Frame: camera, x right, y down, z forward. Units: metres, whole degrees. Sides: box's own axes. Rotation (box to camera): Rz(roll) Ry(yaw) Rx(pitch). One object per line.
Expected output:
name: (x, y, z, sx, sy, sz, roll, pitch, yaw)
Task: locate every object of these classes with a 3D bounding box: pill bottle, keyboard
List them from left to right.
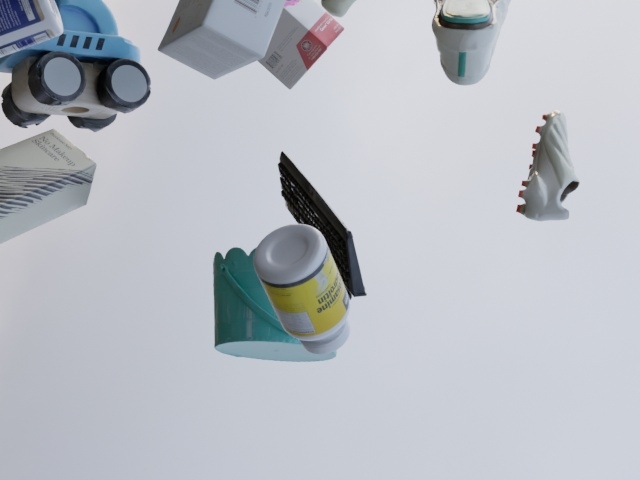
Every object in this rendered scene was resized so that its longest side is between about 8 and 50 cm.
pill bottle: (-0.481, -0.325, 1.869, 0.094, 0.169, 0.094, 160, -90, -89)
pill bottle: (-0.018, 0.072, 1.704, 0.103, 0.103, 0.184, -97, 169, -45)
keyboard: (0.000, 0.000, 1.975, 0.317, 0.033, 0.201, -126, -161, -56)

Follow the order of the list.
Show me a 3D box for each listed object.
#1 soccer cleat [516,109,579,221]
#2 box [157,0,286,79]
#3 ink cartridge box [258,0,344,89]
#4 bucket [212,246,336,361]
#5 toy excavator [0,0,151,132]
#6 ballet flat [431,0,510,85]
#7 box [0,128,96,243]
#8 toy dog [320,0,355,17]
soccer cleat: (0.326, -0.101, 1.731, 0.068, 0.076, 0.196, 87, 20, -52)
box: (-0.121, -0.294, 1.598, 0.170, 0.091, 0.130, -5, -118, 64)
ink cartridge box: (-0.077, -0.337, 1.865, 0.115, 0.198, 0.067, -42, -171, 46)
bucket: (-0.080, 0.129, 2.421, 0.281, 0.281, 0.183, 147, -52, -67)
toy excavator: (-0.583, -0.472, 2.566, 0.222, 0.433, 0.445, -19, -108, 56)
ballet flat: (0.249, -0.364, 2.053, 0.400, 0.139, 0.139, -66, 178, -59)
box: (-0.484, -0.072, 1.917, 0.275, 0.113, 0.094, -33, 154, -47)
toy dog: (0.036, -0.605, 2.314, 0.395, 0.284, 0.408, -58, 180, 32)
